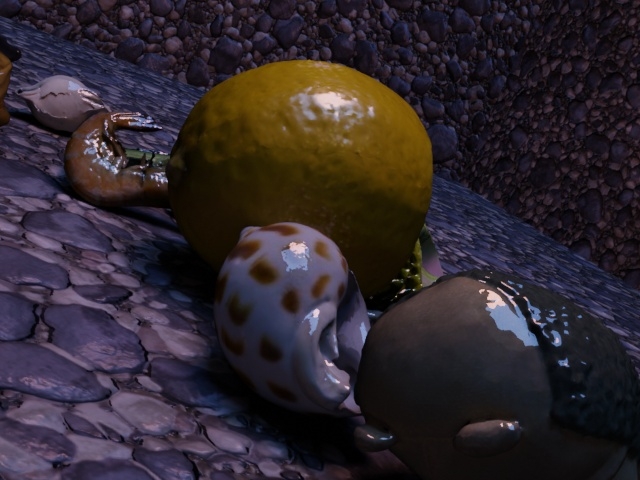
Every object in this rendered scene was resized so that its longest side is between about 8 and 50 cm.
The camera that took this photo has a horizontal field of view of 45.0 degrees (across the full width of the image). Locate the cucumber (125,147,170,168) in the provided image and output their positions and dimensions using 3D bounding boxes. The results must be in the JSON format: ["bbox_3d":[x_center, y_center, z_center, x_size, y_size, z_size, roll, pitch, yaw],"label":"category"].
[{"bbox_3d":[-0.324,-0.118,1.302,0.193,0.086,0.115,12,15,-19],"label":"cucumber"}]

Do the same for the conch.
[{"bbox_3d":[-0.034,0.073,0.834,0.183,0.148,0.275,51,26,-45],"label":"conch"}]

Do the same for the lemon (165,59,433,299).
[{"bbox_3d":[-0.047,-0.087,1.076,0.364,0.364,0.364,22,13,-6],"label":"lemon"}]

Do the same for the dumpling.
[{"bbox_3d":[-0.507,-0.264,1.528,0.188,0.108,0.127,7,-10,-10],"label":"dumpling"}]

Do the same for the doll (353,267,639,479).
[{"bbox_3d":[0.193,0.170,0.735,0.349,0.247,0.247,24,9,-46],"label":"doll"}]

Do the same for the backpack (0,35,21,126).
[{"bbox_3d":[-0.634,-0.268,1.108,0.353,0.201,0.378,36,21,30],"label":"backpack"}]

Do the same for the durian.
[{"bbox_3d":[0.162,0.062,1.278,0.169,0.158,0.352,38,12,9],"label":"durian"}]

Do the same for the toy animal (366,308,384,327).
[{"bbox_3d":[0.009,0.110,1.001,0.176,0.073,0.217,13,4,27],"label":"toy animal"}]

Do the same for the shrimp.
[{"bbox_3d":[-0.252,-0.124,1.229,0.296,0.169,0.058,6,-18,-15],"label":"shrimp"}]
